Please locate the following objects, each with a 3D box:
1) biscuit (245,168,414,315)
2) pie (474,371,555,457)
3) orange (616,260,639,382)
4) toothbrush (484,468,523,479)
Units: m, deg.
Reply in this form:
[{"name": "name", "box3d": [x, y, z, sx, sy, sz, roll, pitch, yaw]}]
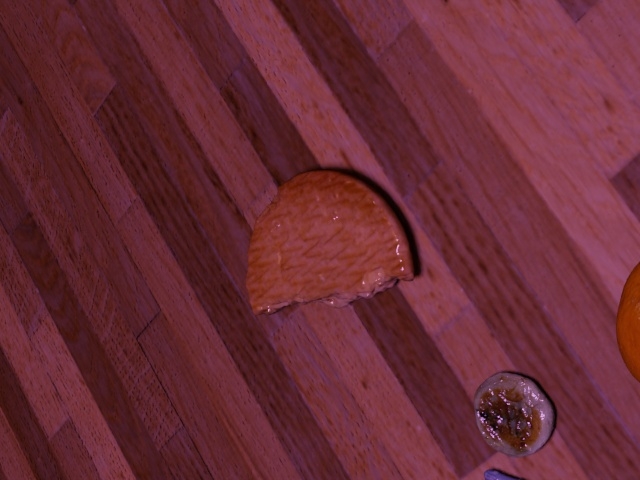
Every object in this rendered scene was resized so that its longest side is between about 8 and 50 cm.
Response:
[{"name": "biscuit", "box3d": [0.001, 0.000, 1.269, 0.224, 0.033, 0.145, -19, 81, 41]}, {"name": "pie", "box3d": [0.180, 0.162, 1.143, 0.085, 0.017, 0.085, 8, 101, 41]}, {"name": "orange", "box3d": [0.307, 0.060, 0.938, 0.136, 0.159, 0.159, 35, 128, -15]}, {"name": "toothbrush", "box3d": [0.241, 0.239, 1.100, 0.219, 0.016, 0.019, 11, 102, 40]}]
